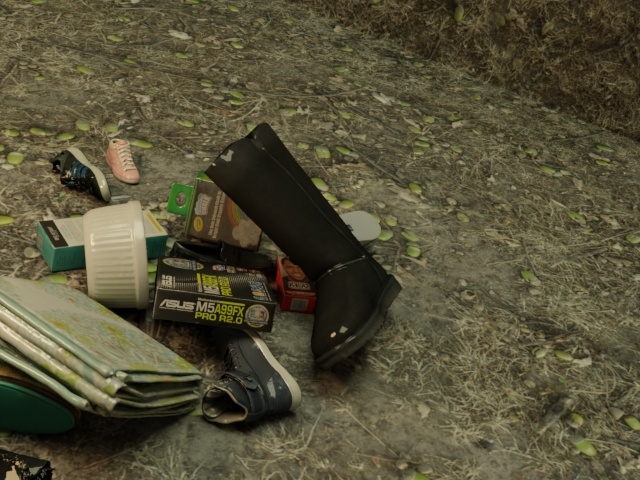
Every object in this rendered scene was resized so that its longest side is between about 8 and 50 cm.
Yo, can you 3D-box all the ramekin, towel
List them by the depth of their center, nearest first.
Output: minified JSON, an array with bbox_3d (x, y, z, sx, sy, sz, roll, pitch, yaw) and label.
[{"bbox_3d":[-0.398,0.168,1.518,0.374,0.090,0.320,29,2,21],"label":"towel"},{"bbox_3d":[-0.386,0.030,1.756,0.109,0.207,0.207,-4,35,-14],"label":"ramekin"}]

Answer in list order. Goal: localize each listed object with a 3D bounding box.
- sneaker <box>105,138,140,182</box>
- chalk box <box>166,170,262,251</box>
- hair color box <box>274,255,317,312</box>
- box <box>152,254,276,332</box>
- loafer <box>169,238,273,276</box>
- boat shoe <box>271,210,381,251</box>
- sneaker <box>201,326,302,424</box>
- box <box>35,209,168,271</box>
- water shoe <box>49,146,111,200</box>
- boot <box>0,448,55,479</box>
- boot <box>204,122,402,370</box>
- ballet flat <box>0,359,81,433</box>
[{"bbox_3d":[-0.464,-0.192,2.200,0.051,0.070,0.134,-8,39,-37],"label":"sneaker"},{"bbox_3d":[-0.221,-0.070,2.023,0.213,0.132,0.132,14,10,-4],"label":"chalk box"},{"bbox_3d":[-0.053,0.091,1.954,0.072,0.043,0.141,6,31,-14],"label":"hair color box"},{"bbox_3d":[-0.205,0.097,1.770,0.216,0.060,0.270,9,10,-10],"label":"box"},{"bbox_3d":[-0.202,0.038,1.937,0.223,0.078,0.076,4,31,-19],"label":"loafer"},{"bbox_3d":[0.000,0.000,2.067,0.301,0.102,0.108,-11,62,-45],"label":"boat shoe"},{"bbox_3d":[-0.161,0.230,1.639,0.163,0.086,0.226,-13,42,-43],"label":"sneaker"},{"bbox_3d":[-0.445,-0.002,1.910,0.244,0.060,0.100,-8,38,-34],"label":"box"},{"bbox_3d":[-0.538,-0.135,2.095,0.080,0.073,0.203,-30,45,-22],"label":"water shoe"},{"bbox_3d":[-0.511,0.349,1.280,0.207,0.094,0.246,19,25,13],"label":"boot"},{"bbox_3d":[-0.052,0.000,1.807,0.445,0.146,0.367,52,22,-5],"label":"boot"},{"bbox_3d":[-0.540,0.214,1.434,0.348,0.123,0.123,10,31,-19],"label":"ballet flat"}]
